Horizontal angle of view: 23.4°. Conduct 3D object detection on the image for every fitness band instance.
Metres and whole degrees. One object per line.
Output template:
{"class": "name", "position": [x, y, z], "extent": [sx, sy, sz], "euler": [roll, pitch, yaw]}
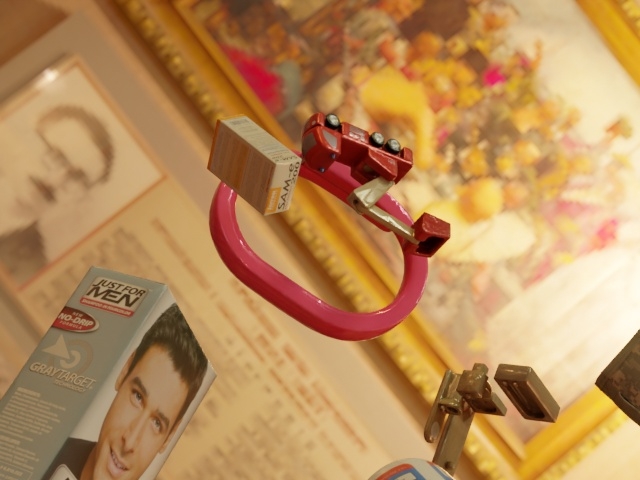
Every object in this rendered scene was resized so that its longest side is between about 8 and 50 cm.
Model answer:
{"class": "fitness band", "position": [0.000, 0.000, 1.932], "extent": [0.291, 0.209, 0.054], "euler": [34, -30, -5]}

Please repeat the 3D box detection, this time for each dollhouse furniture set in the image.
{"class": "dollhouse furniture set", "position": [0.229, 0.253, 2.115], "extent": [0.151, 0.123, 0.144], "euler": [3, -32, 35]}

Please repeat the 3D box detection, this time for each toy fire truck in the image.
{"class": "toy fire truck", "position": [0.064, -0.067, 1.859], "extent": [0.192, 0.047, 0.135], "euler": [21, 46, -22]}

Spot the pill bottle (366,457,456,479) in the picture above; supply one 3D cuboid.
{"class": "pill bottle", "position": [0.127, 0.314, 1.497], "extent": [0.124, 0.124, 0.221], "euler": [58, -10, -32]}

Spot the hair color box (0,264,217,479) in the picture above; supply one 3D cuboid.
{"class": "hair color box", "position": [-0.275, 0.234, 1.733], "extent": [0.114, 0.374, 0.185], "euler": [12, -34, 28]}

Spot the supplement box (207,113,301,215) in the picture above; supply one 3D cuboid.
{"class": "supplement box", "position": [-0.068, -0.077, 1.562], "extent": [0.098, 0.036, 0.062], "euler": [40, -52, 35]}

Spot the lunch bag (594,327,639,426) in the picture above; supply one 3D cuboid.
{"class": "lunch bag", "position": [0.514, 0.171, 1.917], "extent": [0.235, 0.287, 0.169], "euler": [44, -31, 18]}
